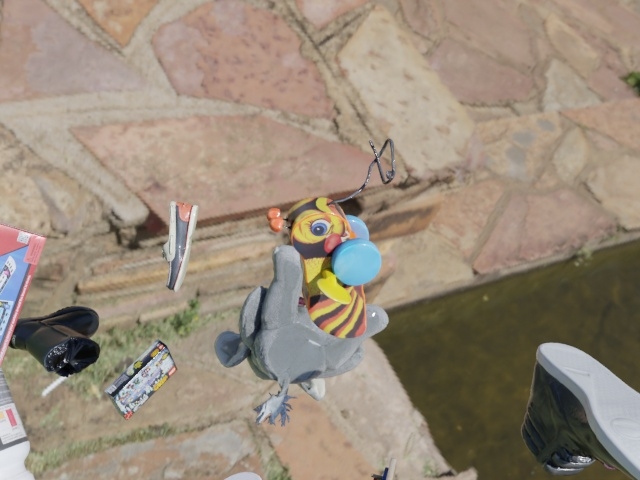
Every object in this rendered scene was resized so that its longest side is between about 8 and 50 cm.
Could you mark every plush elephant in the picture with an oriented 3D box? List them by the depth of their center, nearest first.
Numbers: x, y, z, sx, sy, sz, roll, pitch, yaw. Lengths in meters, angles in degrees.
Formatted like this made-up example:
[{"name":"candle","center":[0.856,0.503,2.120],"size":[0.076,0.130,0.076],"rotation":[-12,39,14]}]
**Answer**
[{"name":"plush elephant","center":[-0.065,0.201,1.669],"size":[0.272,0.255,0.329],"rotation":[28,84,-17]}]

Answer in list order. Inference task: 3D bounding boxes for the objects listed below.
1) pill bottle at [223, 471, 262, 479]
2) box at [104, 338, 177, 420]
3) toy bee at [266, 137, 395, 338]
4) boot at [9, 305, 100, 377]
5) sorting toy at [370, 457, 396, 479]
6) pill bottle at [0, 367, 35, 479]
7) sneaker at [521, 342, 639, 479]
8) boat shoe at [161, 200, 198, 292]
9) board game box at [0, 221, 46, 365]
[{"name":"pill bottle","center":[-0.115,0.530,1.471],"size":[0.124,0.221,0.124],"rotation":[-14,23,6]},{"name":"box","center":[-0.332,0.260,1.538],"size":[0.027,0.094,0.137],"rotation":[31,62,26]},{"name":"toy bee","center":[0.000,0.000,1.183],"size":[0.162,0.298,0.195],"rotation":[1,7,-12]},{"name":"boot","center":[-0.556,0.227,1.853],"size":[0.207,0.094,0.247],"rotation":[19,14,37]},{"name":"sorting toy","center":[0.118,0.531,1.692],"size":[0.046,0.274,0.132],"rotation":[11,55,11]},{"name":"pill bottle","center":[-0.606,0.333,1.434],"size":[0.162,0.162,0.278],"rotation":[-19,81,-35]},{"name":"sneaker","center":[0.356,0.263,1.059],"size":[0.105,0.146,0.295],"rotation":[2,21,-16]},{"name":"boat shoe","center":[-0.217,0.009,1.241],"size":[0.043,0.136,0.049],"rotation":[11,4,-3]},{"name":"board game box","center":[-0.558,0.103,1.320],"size":[0.145,0.281,0.027],"rotation":[19,2,-24]}]
